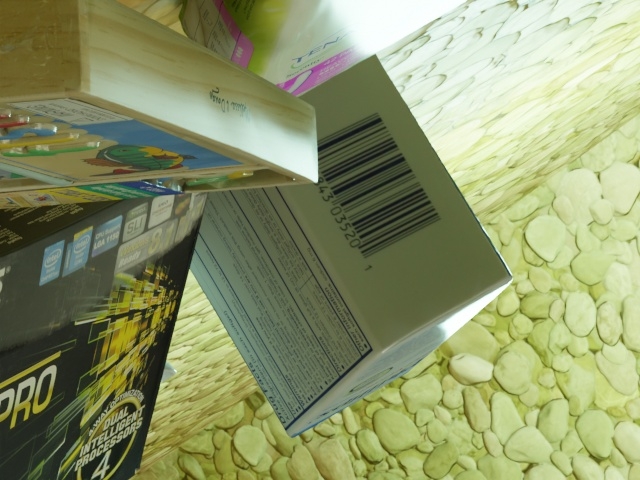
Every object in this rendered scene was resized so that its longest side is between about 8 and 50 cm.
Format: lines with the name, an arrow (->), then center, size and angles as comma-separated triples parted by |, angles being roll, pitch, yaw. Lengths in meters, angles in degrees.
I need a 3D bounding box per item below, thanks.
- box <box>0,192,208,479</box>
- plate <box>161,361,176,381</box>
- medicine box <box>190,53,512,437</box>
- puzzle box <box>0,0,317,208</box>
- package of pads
box -> -0.248, 0.105, 1.452 | 0.395, 0.097, 0.318 | -29, 139, -56
plate -> -0.320, 0.137, 1.788 | 0.278, 0.045, 0.277 | 6, 157, -38
medicine box -> 0.000, 0.000, 1.724 | 0.149, 0.263, 0.289 | -27, 170, -24
puzzle box -> -0.181, -0.064, 1.042 | 0.272, 0.052, 0.409 | -4, 175, 15
package of pads -> 0.030, -0.205, 1.245 | 0.229, 0.101, 0.296 | -30, 170, -19
